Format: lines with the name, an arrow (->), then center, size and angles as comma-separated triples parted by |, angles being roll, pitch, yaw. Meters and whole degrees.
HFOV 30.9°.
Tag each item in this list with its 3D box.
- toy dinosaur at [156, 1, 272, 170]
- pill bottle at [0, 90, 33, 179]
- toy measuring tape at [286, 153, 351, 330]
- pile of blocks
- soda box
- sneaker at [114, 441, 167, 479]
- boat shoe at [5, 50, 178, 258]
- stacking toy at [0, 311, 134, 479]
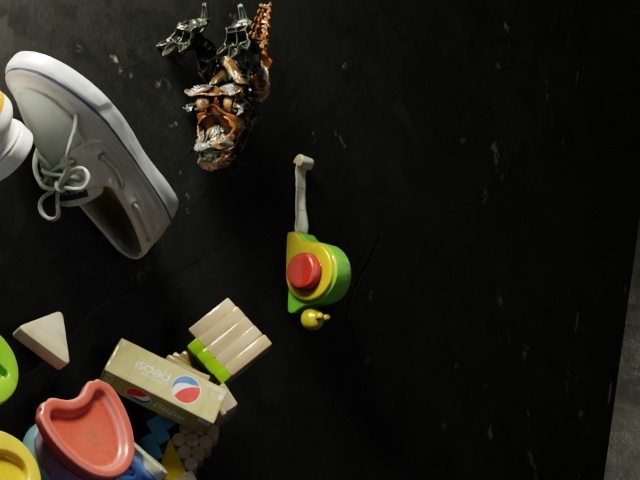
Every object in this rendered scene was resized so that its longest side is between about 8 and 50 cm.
toy dinosaur -> -0.156, -0.278, 1.965 | 0.218, 0.164, 0.321 | 60, 22, -49
pill bottle -> -0.480, -0.174, 1.500 | 0.216, 0.121, 0.121 | 46, 51, -39
toy measuring tape -> 0.000, 0.000, 2.115 | 0.121, 0.121, 0.330 | 16, 72, -51
pile of blocks -> -0.204, 0.273, 1.832 | 0.112, 0.149, 0.362 | 106, 8, -67
soda box -> -0.236, 0.220, 1.736 | 0.181, 0.058, 0.061 | 28, 55, -7
sneaker -> -0.307, 0.323, 1.701 | 0.152, 0.058, 0.084 | 45, 82, -10
boat shoe -> -0.350, -0.098, 1.669 | 0.367, 0.136, 0.156 | 58, 46, -44
stacking toy -> -0.424, 0.250, 1.563 | 0.309, 0.130, 0.279 | -4, 62, -56
